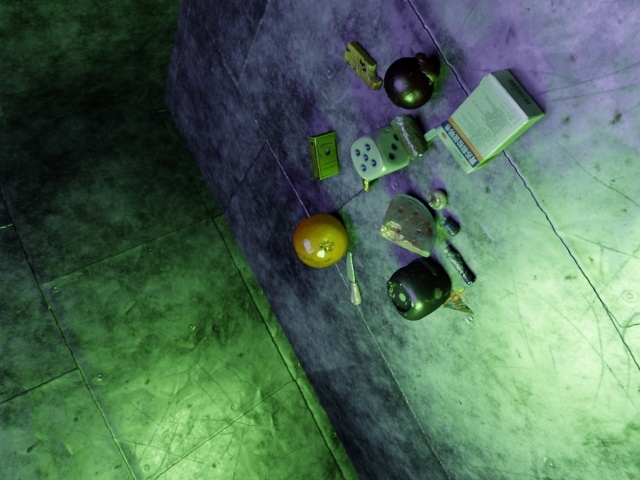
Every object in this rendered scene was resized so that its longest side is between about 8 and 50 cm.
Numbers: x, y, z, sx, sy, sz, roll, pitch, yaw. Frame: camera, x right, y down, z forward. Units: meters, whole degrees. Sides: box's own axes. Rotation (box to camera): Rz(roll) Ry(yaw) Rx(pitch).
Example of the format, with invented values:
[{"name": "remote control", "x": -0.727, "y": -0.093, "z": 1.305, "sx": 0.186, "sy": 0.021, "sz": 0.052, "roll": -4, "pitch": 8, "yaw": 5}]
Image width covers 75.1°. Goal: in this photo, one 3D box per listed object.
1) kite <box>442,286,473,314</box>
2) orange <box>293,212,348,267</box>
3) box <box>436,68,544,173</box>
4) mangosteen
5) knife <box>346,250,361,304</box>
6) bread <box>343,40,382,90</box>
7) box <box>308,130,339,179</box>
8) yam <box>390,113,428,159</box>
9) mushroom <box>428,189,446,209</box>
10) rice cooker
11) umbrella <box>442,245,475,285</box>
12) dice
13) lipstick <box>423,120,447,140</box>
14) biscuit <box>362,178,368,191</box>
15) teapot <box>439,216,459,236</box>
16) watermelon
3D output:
[{"name": "kite", "x": 0.598, "y": 0.255, "z": 1.906, "sx": 0.241, "sy": 0.014, "sz": 0.183, "roll": 56, "pitch": 146, "yaw": 17}, {"name": "orange", "x": 0.000, "y": 0.000, "z": 2.334, "sx": 0.312, "sy": 0.311, "sz": 0.313, "roll": 33, "pitch": 136, "yaw": 40}, {"name": "box", "x": 0.570, "y": -0.401, "z": 1.431, "sx": 0.200, "sy": 0.106, "sz": 0.299, "roll": 58, "pitch": 148, "yaw": 12}, {"name": "mangosteen", "x": 0.339, "y": -0.598, "z": 1.565, "sx": 0.209, "sy": 0.209, "sz": 0.210, "roll": 33, "pitch": 136, "yaw": 40}, {"name": "knife", "x": 0.189, "y": 0.219, "z": 2.465, "sx": 0.081, "sy": 0.042, "sz": 0.337, "roll": 12, "pitch": 114, "yaw": 59}, {"name": "bread", "x": 0.187, "y": -0.754, "z": 1.801, "sx": 0.226, "sy": 0.049, "sz": 0.088, "roll": 54, "pitch": 146, "yaw": 17}, {"name": "box", "x": 0.021, "y": -0.442, "z": 2.160, "sx": 0.064, "sy": 0.140, "sz": 0.220, "roll": 20, "pitch": 126, "yaw": 49}, {"name": "yam", "x": 0.369, "y": -0.425, "z": 1.705, "sx": 0.107, "sy": 0.107, "sz": 0.183, "roll": -29, "pitch": 88, "yaw": 58}, {"name": "mushroom", "x": 0.479, "y": -0.167, "z": 1.737, "sx": 0.085, "sy": 0.079, "sz": 0.085, "roll": 38, "pitch": 141, "yaw": 39}, {"name": "rice cooker", "x": 0.439, "y": 0.227, "z": 1.913, "sx": 0.267, "sy": 0.224, "sz": 0.268, "roll": 40, "pitch": 139, "yaw": 46}, {"name": "umbrella", "x": 0.596, "y": 0.106, "z": 1.787, "sx": 0.188, "sy": 0.050, "sz": 0.046, "roll": 55, "pitch": 167, "yaw": 14}, {"name": "dice", "x": 0.260, "y": -0.380, "z": 1.809, "sx": 0.194, "sy": 0.193, "sz": 0.192, "roll": -18, "pitch": 95, "yaw": 59}, {"name": "lipstick", "x": 0.462, "y": -0.435, "z": 1.632, "sx": 0.129, "sy": 0.030, "sz": 0.030, "roll": -31, "pitch": 84, "yaw": 57}, {"name": "biscuit", "x": 0.210, "y": -0.350, "z": 1.994, "sx": 0.119, "sy": 0.028, "sz": 0.247, "roll": -94, "pitch": -4, "yaw": -53}, {"name": "teapot", "x": 0.547, "y": -0.058, "z": 1.752, "sx": 0.049, "sy": 0.063, "sz": 0.083, "roll": -45, "pitch": 67, "yaw": 23}, {"name": "watermelon", "x": 0.382, "y": -0.046, "z": 1.849, "sx": 0.148, "sy": 0.225, "sz": 0.319, "roll": 74, "pitch": 171, "yaw": -68}]
